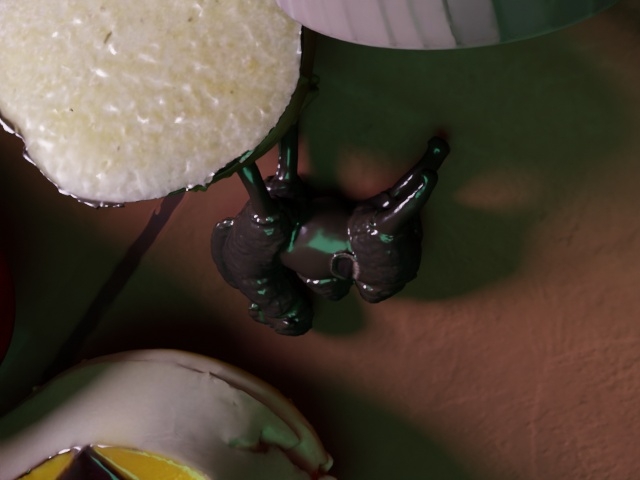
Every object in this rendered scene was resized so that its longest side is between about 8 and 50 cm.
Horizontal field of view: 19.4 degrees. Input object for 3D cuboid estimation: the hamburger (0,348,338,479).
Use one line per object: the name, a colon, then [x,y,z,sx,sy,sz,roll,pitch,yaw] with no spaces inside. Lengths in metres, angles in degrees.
hamburger: [-0.129,0.193,1.253,0.295,0.151,0.227,-31,105,34]

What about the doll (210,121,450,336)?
doll: [0.000,0.000,1.163,0.139,0.057,0.165,10,131,3]

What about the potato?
potato: [-0.085,-0.101,1.084,0.202,0.117,0.182,-14,77,18]

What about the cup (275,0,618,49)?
cup: [0.035,-0.240,0.890,0.208,0.288,0.273,26,134,41]

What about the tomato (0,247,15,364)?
tomato: [-0.283,0.053,1.169,0.195,0.195,0.136,-35,75,27]
